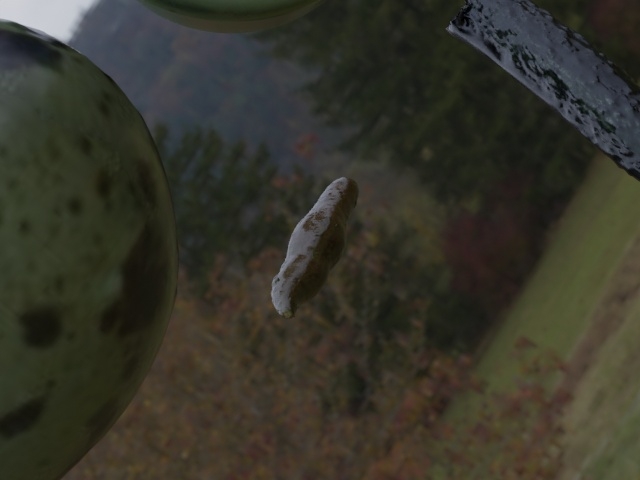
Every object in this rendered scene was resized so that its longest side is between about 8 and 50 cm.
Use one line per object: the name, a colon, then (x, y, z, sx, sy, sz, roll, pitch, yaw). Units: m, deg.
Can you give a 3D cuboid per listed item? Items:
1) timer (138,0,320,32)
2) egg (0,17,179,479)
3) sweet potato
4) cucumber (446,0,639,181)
timer: (-0.081, -0.294, 1.374, 0.291, 0.290, 0.315, -58, 0, -9)
egg: (-0.295, 0.040, 1.120, 0.428, 0.345, 0.345, -50, 3, -5)
sweet potato: (0.000, 0.000, 1.797, 0.067, 0.067, 0.274, -55, 4, 42)
cucumber: (0.186, -0.121, 1.168, 0.067, 0.245, 0.067, -29, -37, -24)
